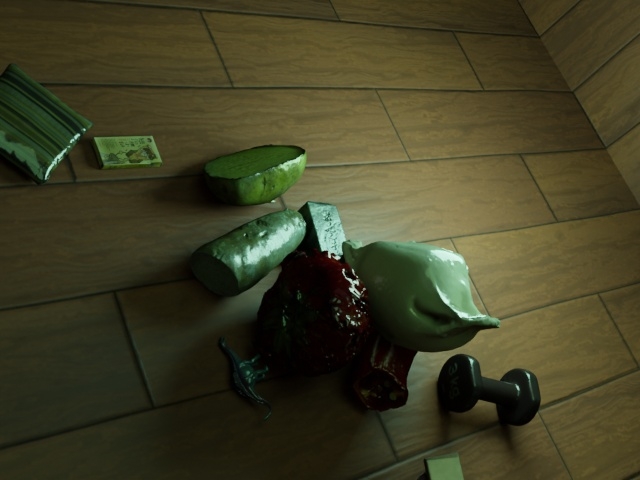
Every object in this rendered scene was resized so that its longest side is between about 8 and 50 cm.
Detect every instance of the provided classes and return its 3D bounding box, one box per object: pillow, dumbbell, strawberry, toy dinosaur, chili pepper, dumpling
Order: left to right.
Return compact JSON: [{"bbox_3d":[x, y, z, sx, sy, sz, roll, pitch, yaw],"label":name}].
[{"bbox_3d":[-0.595,-0.238,1.746,0.208,0.052,0.212,37,47,-13],"label":"pillow"},{"bbox_3d":[-0.145,0.272,1.735,0.080,0.045,0.197,-19,65,-33],"label":"toy dinosaur"},{"bbox_3d":[-0.001,0.154,1.782,0.220,0.274,0.274,18,50,-46],"label":"strawberry"},{"bbox_3d":[0.159,0.226,1.938,0.134,0.131,0.338,37,39,-10],"label":"chili pepper"},{"bbox_3d":[0.219,0.119,1.879,0.395,0.233,0.315,27,-1,36],"label":"dumpling"},{"bbox_3d":[0.397,0.352,2.028,0.225,0.124,0.140,16,53,-28],"label":"dumbbell"}]

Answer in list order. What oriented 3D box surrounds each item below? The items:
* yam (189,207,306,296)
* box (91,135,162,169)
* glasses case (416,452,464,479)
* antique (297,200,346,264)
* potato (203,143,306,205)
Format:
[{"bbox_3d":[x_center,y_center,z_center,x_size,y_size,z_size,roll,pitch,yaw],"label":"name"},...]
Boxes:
[{"bbox_3d":[-0.142,0.017,1.866,0.133,0.133,0.330,50,39,3],"label":"yam"},{"bbox_3d":[-0.417,-0.191,1.870,0.149,0.020,0.073,-8,65,-41],"label":"box"},{"bbox_3d":[0.259,0.558,1.833,0.103,0.070,0.193,-7,63,-9],"label":"glasses case"},{"bbox_3d":[0.000,0.000,2.003,0.088,0.086,0.183,4,58,-36],"label":"antique"},{"bbox_3d":[-0.146,-0.138,1.970,0.272,0.160,0.111,-27,121,-43],"label":"potato"}]
